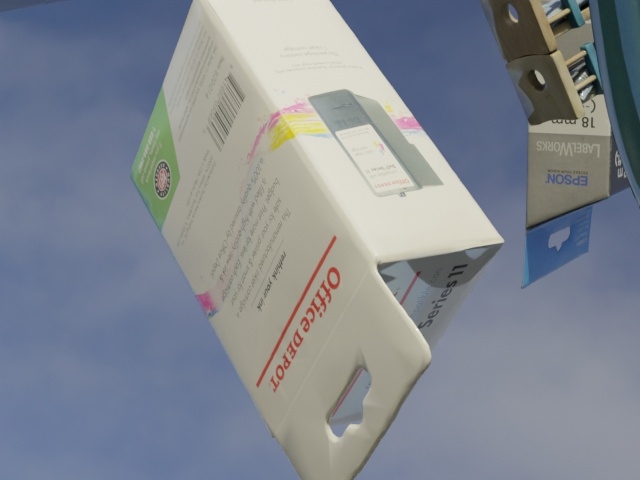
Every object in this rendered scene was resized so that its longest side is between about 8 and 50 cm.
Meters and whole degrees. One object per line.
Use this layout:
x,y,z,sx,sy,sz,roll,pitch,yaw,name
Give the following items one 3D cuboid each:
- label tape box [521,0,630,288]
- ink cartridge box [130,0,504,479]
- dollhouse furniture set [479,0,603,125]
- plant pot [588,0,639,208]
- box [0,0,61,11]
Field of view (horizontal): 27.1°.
0.324,-0.124,1.528,0.105,0.240,0.334,6,-77,29,label tape box
0.000,0.000,0.987,0.353,0.119,0.207,58,-40,30,ink cartridge box
0.254,-0.189,1.115,0.183,0.129,0.129,-1,-63,60,dollhouse furniture set
0.282,-0.087,0.691,0.293,0.293,0.235,6,-62,27,plant pot
-0.251,-0.308,1.306,0.293,0.295,0.073,-24,-95,51,box
